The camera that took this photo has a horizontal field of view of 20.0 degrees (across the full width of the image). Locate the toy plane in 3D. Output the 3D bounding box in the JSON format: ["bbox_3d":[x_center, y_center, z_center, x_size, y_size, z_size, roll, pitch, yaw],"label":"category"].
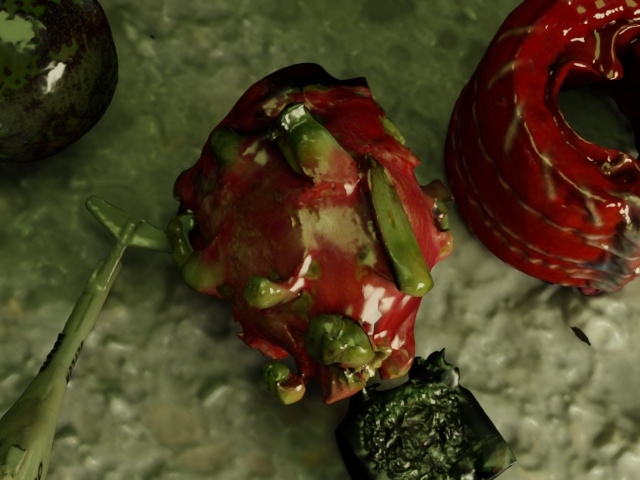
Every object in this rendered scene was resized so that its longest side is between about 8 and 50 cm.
[{"bbox_3d":[-0.160,0.104,1.000,0.092,0.108,0.286,25,51,-2],"label":"toy plane"}]

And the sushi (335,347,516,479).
[{"bbox_3d":[0.055,0.117,1.074,0.083,0.056,0.085,-26,77,-16],"label":"sushi"}]

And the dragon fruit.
[{"bbox_3d":[0.000,0.000,1.041,0.160,0.166,0.172,-30,67,-4],"label":"dragon fruit"}]

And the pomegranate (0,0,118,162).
[{"bbox_3d":[-0.183,-0.112,1.085,0.138,0.163,0.126,18,102,9],"label":"pomegranate"}]

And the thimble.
[{"bbox_3d":[0.170,-0.074,1.146,0.163,0.125,0.190,21,64,-3],"label":"thimble"}]
